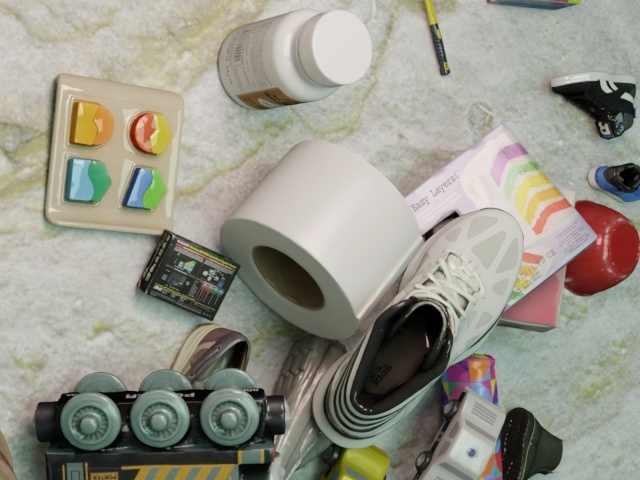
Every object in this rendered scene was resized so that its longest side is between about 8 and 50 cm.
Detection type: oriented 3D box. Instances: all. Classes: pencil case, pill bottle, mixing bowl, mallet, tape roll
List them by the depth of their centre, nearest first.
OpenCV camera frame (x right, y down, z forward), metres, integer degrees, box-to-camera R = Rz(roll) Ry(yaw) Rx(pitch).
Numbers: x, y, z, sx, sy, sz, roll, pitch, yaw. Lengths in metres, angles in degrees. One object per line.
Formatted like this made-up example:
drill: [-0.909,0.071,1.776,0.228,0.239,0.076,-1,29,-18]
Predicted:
pill bottle: [-0.035,-0.260,1.666,0.131,0.229,0.131,0,90,-36]
tape roll: [0.000,0.000,1.681,0.169,0.246,0.246,-50,116,-26]
pencil case: [0.247,0.306,1.946,0.104,0.104,0.236,0,88,-36]
mallet: [0.180,-0.367,1.947,0.062,0.039,0.190,-19,104,-36]
mixing bowl: [0.522,0.014,2.149,0.181,0.098,0.182,1,89,-35]

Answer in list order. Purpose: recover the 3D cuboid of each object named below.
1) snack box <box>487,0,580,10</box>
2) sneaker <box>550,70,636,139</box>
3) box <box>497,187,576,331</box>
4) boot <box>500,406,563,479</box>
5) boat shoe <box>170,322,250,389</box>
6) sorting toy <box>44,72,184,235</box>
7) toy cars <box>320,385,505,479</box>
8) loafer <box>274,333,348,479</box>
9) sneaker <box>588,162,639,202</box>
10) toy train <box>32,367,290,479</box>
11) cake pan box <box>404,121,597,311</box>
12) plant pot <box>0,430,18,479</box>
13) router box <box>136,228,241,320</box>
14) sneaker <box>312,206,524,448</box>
snack box: [0.374,-0.521,2.065,0.174,0.070,0.207,-4,90,-35]
sneaker: [0.514,-0.246,2.156,0.216,0.079,0.121,-4,90,-37]
box: [0.342,0.030,1.964,0.126,0.148,0.232,9,82,3]
boot: [0.365,0.410,2.048,0.137,0.076,0.198,35,71,-36]
boat shoe: [-0.182,0.249,1.637,0.103,0.092,0.285,36,69,-30]
sorting toy: [-0.277,-0.116,1.607,0.193,0.038,0.208,6,86,-36]
toy cars: [0.134,0.362,1.809,0.393,0.087,0.177,-18,95,-18]
loafer: [-0.036,0.290,1.732,0.111,0.112,0.319,36,69,-21]
sneaker: [0.585,-0.108,2.203,0.152,0.084,0.058,18,79,-35]
toy train: [-0.205,0.273,1.529,0.333,0.142,0.190,-1,99,-4]
cake pan box: [0.262,-0.015,1.865,0.266,0.070,0.246,-36,80,-4]
plant pot: [-0.457,0.298,1.355,0.263,0.229,0.263,1,87,-35]
router box: [-0.187,0.050,1.656,0.122,0.038,0.092,27,92,-34]
sneaker: [0.182,0.104,1.653,0.169,0.257,0.447,41,69,0]
